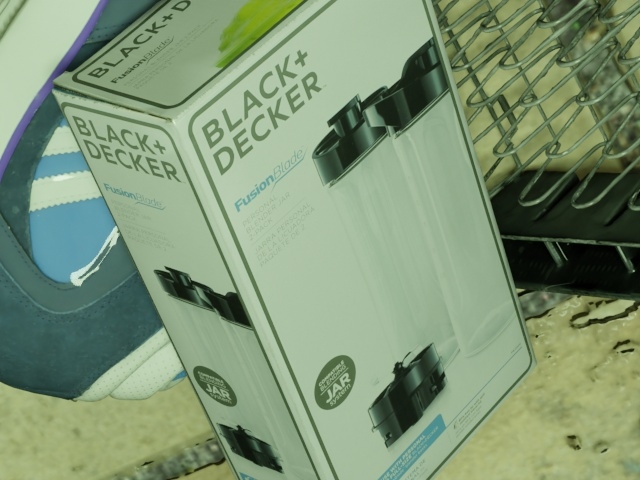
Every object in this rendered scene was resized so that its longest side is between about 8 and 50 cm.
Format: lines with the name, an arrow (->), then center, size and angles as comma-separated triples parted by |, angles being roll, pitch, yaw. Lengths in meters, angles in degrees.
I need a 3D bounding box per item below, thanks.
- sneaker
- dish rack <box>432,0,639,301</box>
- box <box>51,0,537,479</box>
sneaker -> -0.089, -0.064, 0.859 | 0.236, 0.130, 0.322 | 21, 99, -37
dish rack -> 0.112, -0.095, 0.791 | 0.208, 0.074, 0.271 | 3, 131, 50
box -> 0.000, 0.000, 0.816 | 0.169, 0.087, 0.290 | -42, 130, -29
